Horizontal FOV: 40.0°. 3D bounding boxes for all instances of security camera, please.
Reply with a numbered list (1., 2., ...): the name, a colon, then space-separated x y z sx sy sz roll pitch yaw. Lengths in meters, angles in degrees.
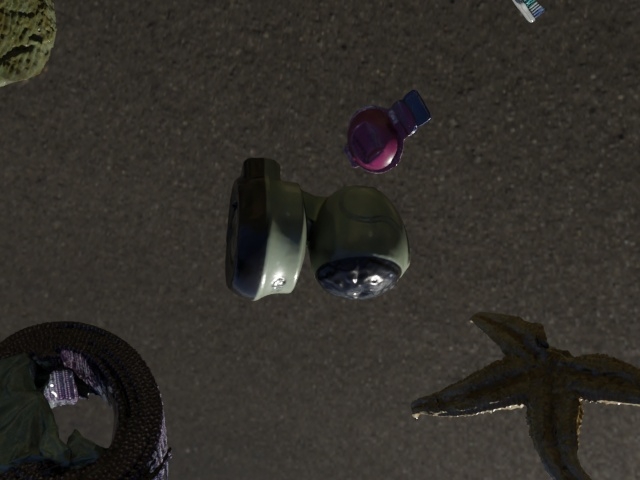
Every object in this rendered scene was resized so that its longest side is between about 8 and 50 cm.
1. security camera: 0.000 0.000 1.351 0.277 0.191 0.197 3 150 -13

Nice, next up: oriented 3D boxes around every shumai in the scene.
1. shumai: -0.617 -0.388 1.563 0.204 0.272 0.222 7 122 28

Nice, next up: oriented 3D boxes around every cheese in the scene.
1. cheese: 0.142 -0.239 1.930 0.244 0.155 0.062 -35 171 40

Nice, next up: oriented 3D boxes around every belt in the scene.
1. belt: -0.342 0.247 1.172 0.260 0.324 0.122 -17 138 -19

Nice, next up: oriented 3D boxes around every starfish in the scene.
1. starfish: 0.209 0.153 0.809 0.247 0.138 0.050 23 170 37

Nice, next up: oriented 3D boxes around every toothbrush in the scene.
1. toothbrush: 0.310 -0.590 1.720 0.040 0.042 0.418 -42 115 8
